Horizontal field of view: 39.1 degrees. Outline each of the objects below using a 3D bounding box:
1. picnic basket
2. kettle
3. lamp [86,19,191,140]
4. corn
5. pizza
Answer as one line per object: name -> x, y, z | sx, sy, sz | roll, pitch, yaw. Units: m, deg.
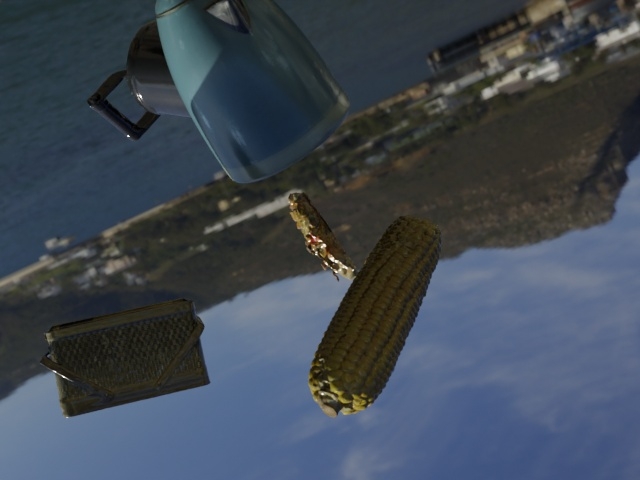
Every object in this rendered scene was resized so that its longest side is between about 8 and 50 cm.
picnic basket -> -0.319, 0.187, 1.485 | 0.267, 0.139, 0.165 | -12, -179, -14
kettle -> -0.158, -0.303, 1.526 | 0.247, 0.342, 0.319 | -43, -156, -20
lamp -> -0.267, -0.350, 1.911 | 0.374, 0.272, 0.205 | -53, 145, -5
corn -> 0.090, 0.110, 1.372 | 0.120, 0.120, 0.363 | -17, -145, 52
pizza -> 0.000, 0.000, 1.903 | 0.069, 0.226, 0.147 | -34, 174, -2
